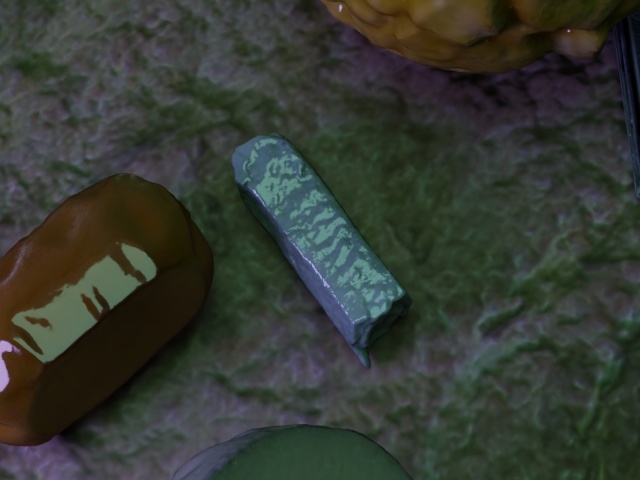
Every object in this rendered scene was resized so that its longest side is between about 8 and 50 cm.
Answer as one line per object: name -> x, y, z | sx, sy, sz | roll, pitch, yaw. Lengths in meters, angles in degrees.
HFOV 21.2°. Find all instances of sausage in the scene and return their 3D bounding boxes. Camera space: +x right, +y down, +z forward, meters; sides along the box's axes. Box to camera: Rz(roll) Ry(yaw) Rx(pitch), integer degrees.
sausage -> -0.194, 0.056, 1.343 | 0.241, 0.120, 0.136 | -46, 55, -11

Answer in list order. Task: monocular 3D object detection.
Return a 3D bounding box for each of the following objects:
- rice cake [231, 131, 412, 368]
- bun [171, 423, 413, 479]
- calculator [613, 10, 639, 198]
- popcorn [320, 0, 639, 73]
rice cake -> 0.000, 0.000, 1.369 | 0.063, 0.069, 0.206 | -34, 67, -7
bun -> -0.048, 0.262, 1.212 | 0.175, 0.263, 0.263 | -14, 58, 48
calculator -> 0.328, -0.152, 1.409 | 0.166, 0.028, 0.274 | -6, 68, 5
popcorn -> 0.102, -0.317, 1.328 | 0.344, 0.354, 0.390 | -43, 29, 29
